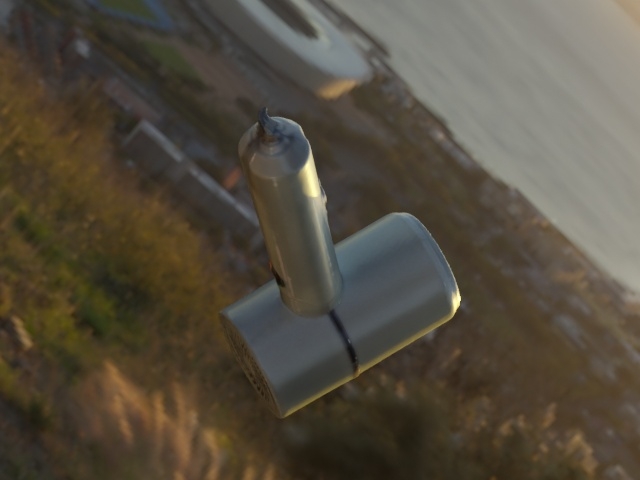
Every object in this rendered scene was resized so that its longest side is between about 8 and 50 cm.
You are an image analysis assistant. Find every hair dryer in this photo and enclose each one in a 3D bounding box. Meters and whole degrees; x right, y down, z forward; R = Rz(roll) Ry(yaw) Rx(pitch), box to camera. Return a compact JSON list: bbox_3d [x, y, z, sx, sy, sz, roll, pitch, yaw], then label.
[{"bbox_3d":[0.000,0.000,0.502,0.047,0.082,0.137,51,-14,36],"label":"hair dryer"}]
